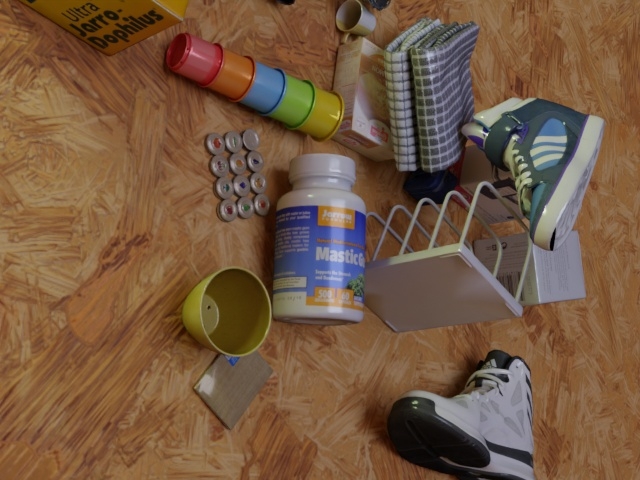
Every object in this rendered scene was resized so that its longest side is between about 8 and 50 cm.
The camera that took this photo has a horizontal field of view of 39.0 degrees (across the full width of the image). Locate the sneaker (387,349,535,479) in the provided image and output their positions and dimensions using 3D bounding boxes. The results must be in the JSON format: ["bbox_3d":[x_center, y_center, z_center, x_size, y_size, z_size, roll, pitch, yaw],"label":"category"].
[{"bbox_3d":[0.278,0.312,1.740,0.447,0.169,0.257,38,50,-43],"label":"sneaker"}]

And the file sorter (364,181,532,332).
[{"bbox_3d":[0.208,0.031,1.614,0.193,0.278,0.173,44,52,-30],"label":"file sorter"}]

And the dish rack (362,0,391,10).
[{"bbox_3d":[0.076,-0.565,1.674,0.271,0.074,0.208,60,25,-19],"label":"dish rack"}]

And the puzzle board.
[{"bbox_3d":[-0.137,0.220,1.431,0.096,0.011,0.128,54,51,-22],"label":"puzzle board"}]

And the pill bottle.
[{"bbox_3d":[0.000,0.000,1.500,0.152,0.152,0.272,11,76,-42],"label":"pill bottle"}]

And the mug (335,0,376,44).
[{"bbox_3d":[0.067,-0.410,1.708,0.064,0.078,0.062,12,42,-51],"label":"mug"}]

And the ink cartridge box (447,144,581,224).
[{"bbox_3d":[0.392,-0.125,1.838,0.172,0.237,0.100,32,62,-36],"label":"ink cartridge box"}]

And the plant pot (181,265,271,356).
[{"bbox_3d":[-0.155,0.110,1.371,0.134,0.095,0.134,8,78,-42],"label":"plant pot"}]

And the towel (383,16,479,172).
[{"bbox_3d":[0.218,-0.277,1.686,0.283,0.121,0.235,-47,132,-55],"label":"towel"}]

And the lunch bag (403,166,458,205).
[{"bbox_3d":[0.214,-0.113,1.762,0.065,0.098,0.067,39,63,-30],"label":"lunch bag"}]

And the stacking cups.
[{"bbox_3d":[-0.108,-0.248,1.489,0.316,0.096,0.096,15,73,-38],"label":"stacking cups"}]

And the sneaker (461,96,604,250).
[{"bbox_3d":[0.346,-0.129,1.586,0.323,0.236,0.130,-58,154,-35],"label":"sneaker"}]

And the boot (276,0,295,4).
[{"bbox_3d":[-0.089,-0.554,1.547,0.248,0.090,0.207,43,54,-35],"label":"boot"}]

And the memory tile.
[{"bbox_3d":[-0.133,-0.108,1.486,0.113,0.012,0.148,-11,91,-45],"label":"memory tile"}]

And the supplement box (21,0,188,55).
[{"bbox_3d":[-0.274,-0.480,1.284,0.195,0.194,0.356,30,64,-37],"label":"supplement box"}]

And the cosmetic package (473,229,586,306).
[{"bbox_3d":[0.444,0.062,1.919,0.184,0.151,0.151,-2,84,-45],"label":"cosmetic package"}]

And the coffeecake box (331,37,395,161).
[{"bbox_3d":[0.093,-0.260,1.690,0.142,0.068,0.185,22,69,-42],"label":"coffeecake box"}]
